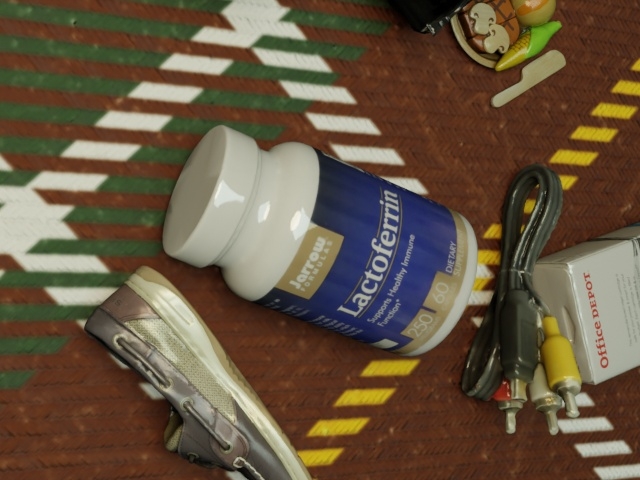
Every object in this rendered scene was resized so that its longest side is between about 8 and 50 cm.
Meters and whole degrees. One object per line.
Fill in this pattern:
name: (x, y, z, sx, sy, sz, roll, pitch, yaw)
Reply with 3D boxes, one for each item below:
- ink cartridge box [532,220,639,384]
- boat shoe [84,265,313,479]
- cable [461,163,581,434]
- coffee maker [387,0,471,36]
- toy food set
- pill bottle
ink cartridge box: (0.341, 0.064, 1.098, 0.190, 0.082, 0.140, -17, 98, -23)
boat shoe: (-0.105, 0.157, 0.881, 0.092, 0.103, 0.285, -38, 102, -15)
cable: (0.218, 0.065, 1.039, 0.072, 0.139, 0.287, 22, 61, -26)
coffee maker: (0.087, -0.301, 0.927, 0.120, 0.171, 0.178, -39, 101, 10)
toy food set: (0.199, -0.252, 1.052, 0.132, 0.038, 0.192, -35, 105, -21)
pill bottle: (0.000, 0.000, 0.898, 0.264, 0.153, 0.153, 21, 81, -23)
